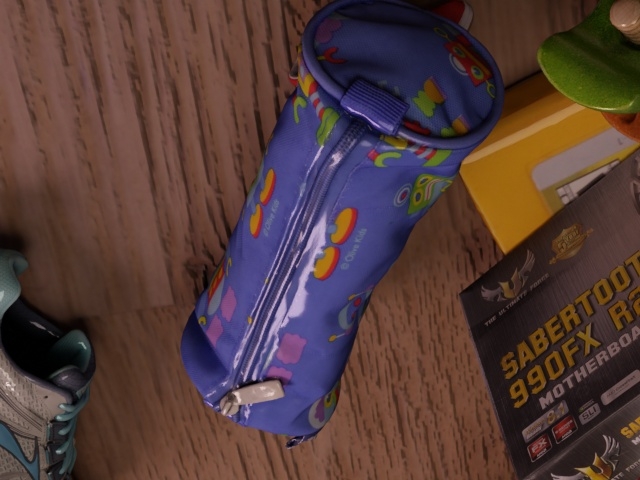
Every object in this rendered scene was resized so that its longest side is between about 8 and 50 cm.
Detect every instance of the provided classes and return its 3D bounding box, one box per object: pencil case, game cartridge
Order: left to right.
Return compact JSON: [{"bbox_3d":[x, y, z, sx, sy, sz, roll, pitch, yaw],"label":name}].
[{"bbox_3d":[0.000,0.000,0.763,0.119,0.133,0.306,28,131,2],"label":"pencil case"},{"bbox_3d":[0.285,-0.035,0.842,0.323,0.053,0.285,-25,123,13],"label":"game cartridge"}]

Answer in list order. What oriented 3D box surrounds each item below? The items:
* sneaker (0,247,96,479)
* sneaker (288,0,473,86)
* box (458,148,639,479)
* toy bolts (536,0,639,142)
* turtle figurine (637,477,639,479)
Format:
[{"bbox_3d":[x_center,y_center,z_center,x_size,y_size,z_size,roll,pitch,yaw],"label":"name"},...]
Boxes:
[{"bbox_3d":[-0.210,0.127,0.875,0.122,0.110,0.283,-18,124,3],"label":"sneaker"},{"bbox_3d":[0.034,-0.121,0.765,0.118,0.042,0.067,-38,122,22],"label":"sneaker"},{"bbox_3d":[0.201,0.032,0.741,0.231,0.183,0.056,-40,120,20],"label":"box"},{"bbox_3d":[0.198,-0.186,0.698,0.228,0.218,0.158,-54,147,14],"label":"toy bolts"},{"bbox_3d":[0.231,0.213,0.941,0.198,0.275,0.266,28,104,-5],"label":"turtle figurine"}]
